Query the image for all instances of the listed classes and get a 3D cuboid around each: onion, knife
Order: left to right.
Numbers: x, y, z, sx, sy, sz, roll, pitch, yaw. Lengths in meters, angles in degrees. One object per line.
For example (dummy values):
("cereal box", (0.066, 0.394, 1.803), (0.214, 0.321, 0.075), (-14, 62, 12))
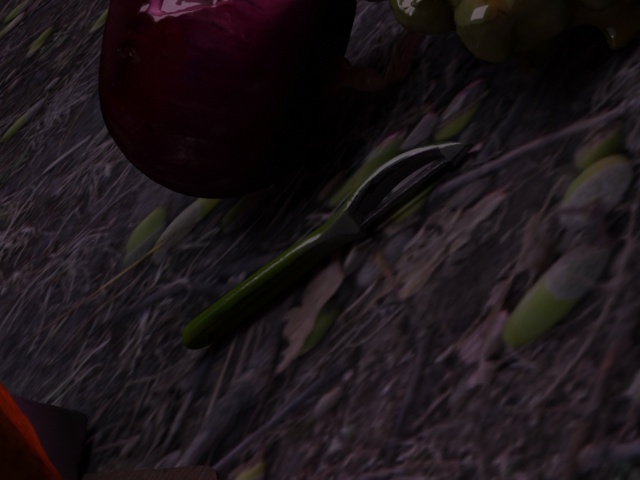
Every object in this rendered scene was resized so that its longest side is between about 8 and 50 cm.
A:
("onion", (-0.048, -0.108, 0.997), (0.177, 0.153, 0.177), (-41, -12, -11))
("knife", (0.000, 0.000, 0.892), (0.184, 0.022, 0.026), (-37, 48, 18))

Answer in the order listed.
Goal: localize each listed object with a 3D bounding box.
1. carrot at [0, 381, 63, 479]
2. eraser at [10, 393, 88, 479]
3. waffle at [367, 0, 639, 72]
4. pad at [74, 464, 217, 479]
("carrot", (-0.243, 0.151, 0.706), (0.302, 0.139, 0.139), (-40, 20, -8))
("eraser", (-0.189, 0.185, 0.816), (0.111, 0.077, 0.352), (-38, 21, 19))
("waffle", (0.144, -0.211, 0.894), (0.317, 0.073, 0.297), (-38, 31, 4))
("pad", (-0.150, 0.210, 0.811), (0.176, 0.002, 0.266), (-14, 37, 54))
